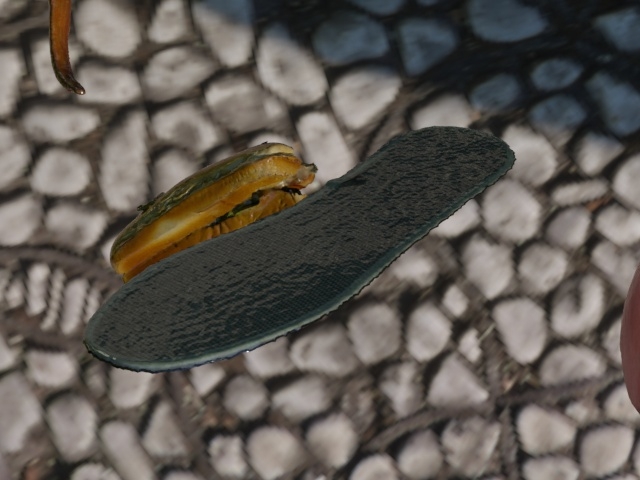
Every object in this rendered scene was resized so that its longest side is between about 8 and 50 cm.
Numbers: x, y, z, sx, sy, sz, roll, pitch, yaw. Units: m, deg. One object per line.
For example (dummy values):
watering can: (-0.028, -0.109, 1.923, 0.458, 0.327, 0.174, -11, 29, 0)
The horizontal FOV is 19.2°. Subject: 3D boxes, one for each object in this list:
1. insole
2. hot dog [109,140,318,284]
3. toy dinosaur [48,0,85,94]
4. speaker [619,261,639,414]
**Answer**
insole: (0.000, -0.001, 0.782, 0.080, 0.232, 0.003, 25, 131, 36)
hot dog: (-0.116, -0.020, 1.988, 0.269, 0.072, 0.109, -25, 104, 24)
toy dinosaur: (-0.262, -0.307, 1.552, 0.097, 0.432, 0.208, -24, 129, 21)
speaker: (0.341, 0.073, 1.252, 0.294, 0.294, 0.294, 3, 100, 15)
